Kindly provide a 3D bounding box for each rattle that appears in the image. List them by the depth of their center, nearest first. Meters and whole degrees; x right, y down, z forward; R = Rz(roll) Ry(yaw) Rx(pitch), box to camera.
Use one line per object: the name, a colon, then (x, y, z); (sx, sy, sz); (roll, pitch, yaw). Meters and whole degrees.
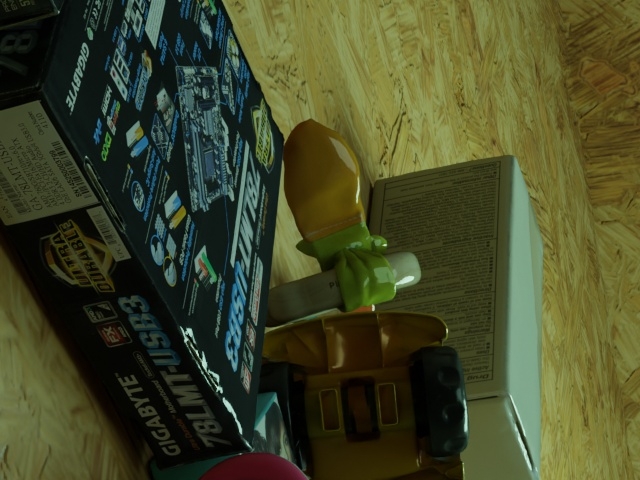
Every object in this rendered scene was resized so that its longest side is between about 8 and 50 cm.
rattle: (0.000, 0.000, 1.397); (0.143, 0.130, 0.199); (57, 8, 4)

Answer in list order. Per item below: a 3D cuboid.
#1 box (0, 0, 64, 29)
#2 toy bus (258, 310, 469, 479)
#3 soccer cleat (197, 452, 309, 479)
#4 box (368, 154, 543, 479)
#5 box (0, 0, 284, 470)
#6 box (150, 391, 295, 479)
box: (-0.185, -0.217, 0.938); (0.147, 0.077, 0.180); (-81, 155, -49)
toy bus: (0.034, 0.172, 1.362); (0.211, 0.149, 0.220); (78, 6, -81)
soccer cleat: (-0.043, 0.293, 1.065); (0.143, 0.116, 0.331); (63, 27, -66)
box: (0.119, 0.075, 1.665); (0.311, 0.148, 0.121); (-80, 155, -47)
box: (-0.108, -0.067, 1.114); (0.295, 0.073, 0.293); (-85, 158, -46)
box: (-0.036, 0.229, 1.188); (0.100, 0.060, 0.244); (-53, 131, -69)
